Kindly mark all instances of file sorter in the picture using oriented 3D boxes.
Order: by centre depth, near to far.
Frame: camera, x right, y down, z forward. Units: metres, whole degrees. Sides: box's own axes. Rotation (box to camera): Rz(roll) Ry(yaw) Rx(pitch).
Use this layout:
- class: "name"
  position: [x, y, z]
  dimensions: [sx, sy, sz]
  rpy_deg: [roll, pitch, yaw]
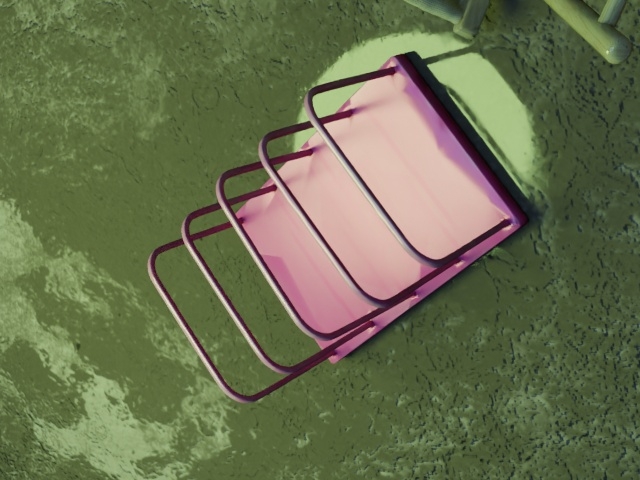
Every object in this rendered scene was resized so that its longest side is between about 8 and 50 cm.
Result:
- class: "file sorter"
  position: [0.000, 0.000, 0.902]
  dimensions: [0.291, 0.182, 0.202]
  rpy_deg: [-42, 80, 38]

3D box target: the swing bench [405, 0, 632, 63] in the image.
- class: "swing bench"
  position: [0.085, -0.259, 0.658]
  dimensions: [0.165, 0.253, 0.255]
  rpy_deg: [-66, 22, 8]
